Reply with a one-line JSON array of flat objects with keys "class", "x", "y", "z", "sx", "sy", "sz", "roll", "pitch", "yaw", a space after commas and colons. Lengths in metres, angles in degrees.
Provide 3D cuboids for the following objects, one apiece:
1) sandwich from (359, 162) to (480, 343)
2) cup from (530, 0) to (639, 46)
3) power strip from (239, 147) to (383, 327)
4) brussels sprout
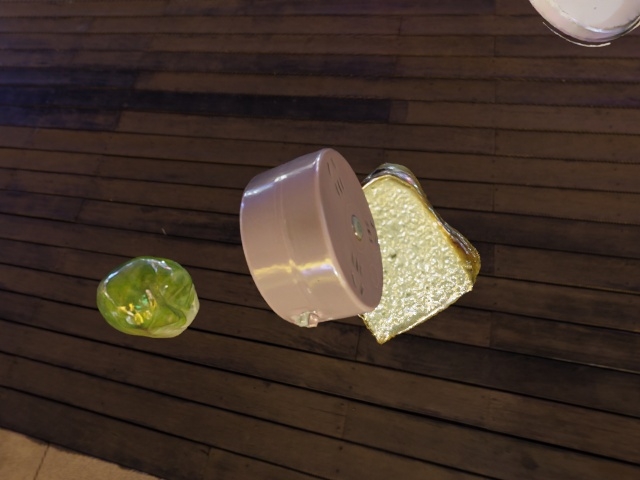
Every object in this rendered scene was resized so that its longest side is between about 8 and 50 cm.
[{"class": "sandwich", "x": 0.112, "y": 0.018, "z": 0.684, "sx": 0.226, "sy": 0.087, "sz": 0.251, "roll": -38, "pitch": 96, "yaw": 25}, {"class": "cup", "x": 0.349, "y": -0.354, "z": 0.380, "sx": 0.274, "sy": 0.253, "sz": 0.253, "roll": -38, "pitch": 67, "yaw": 7}, {"class": "power strip", "x": 0.000, "y": 0.000, "z": 0.372, "sx": 0.078, "sy": 0.154, "sz": 0.154, "roll": -16, "pitch": 65, "yaw": 21}, {"class": "brussels sprout", "x": -0.321, "y": 0.107, "z": 0.767, "sx": 0.161, "sy": 0.181, "sz": 0.144, "roll": -39, "pitch": 43, "yaw": -20}]
